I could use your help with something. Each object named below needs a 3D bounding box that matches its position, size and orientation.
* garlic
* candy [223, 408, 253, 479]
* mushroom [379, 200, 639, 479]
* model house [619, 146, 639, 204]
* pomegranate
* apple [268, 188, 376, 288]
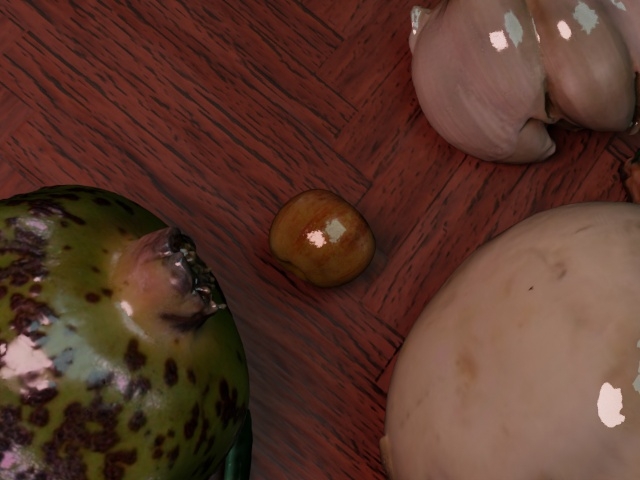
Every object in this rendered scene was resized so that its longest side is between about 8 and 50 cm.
[{"bbox_3d":[0.234,-0.177,1.218,0.281,0.185,0.203,-37,104,-32],"label":"garlic"},{"bbox_3d":[-0.072,0.250,0.971,0.097,0.097,0.323,16,54,-15],"label":"candy"},{"bbox_3d":[0.225,0.141,1.044,0.336,0.314,0.314,32,55,-37],"label":"mushroom"},{"bbox_3d":[0.393,-0.050,1.230,0.183,0.172,0.166,0,69,-22],"label":"model house"},{"bbox_3d":[-0.160,0.078,0.899,0.254,0.270,0.254,35,38,-34],"label":"pomegranate"},{"bbox_3d":[0.000,0.000,1.101,0.084,0.084,0.071,42,84,0],"label":"apple"}]
